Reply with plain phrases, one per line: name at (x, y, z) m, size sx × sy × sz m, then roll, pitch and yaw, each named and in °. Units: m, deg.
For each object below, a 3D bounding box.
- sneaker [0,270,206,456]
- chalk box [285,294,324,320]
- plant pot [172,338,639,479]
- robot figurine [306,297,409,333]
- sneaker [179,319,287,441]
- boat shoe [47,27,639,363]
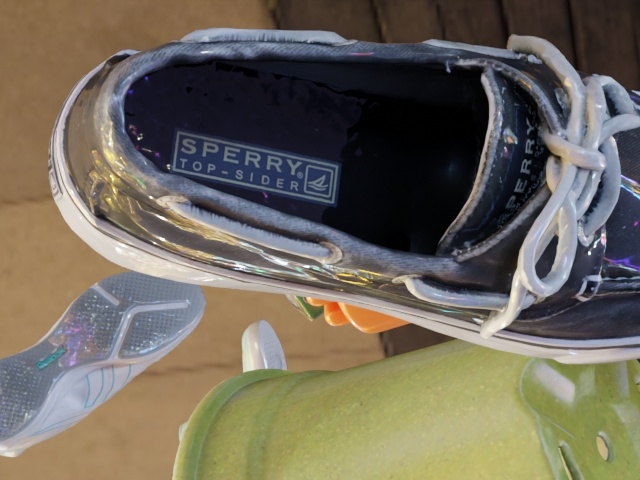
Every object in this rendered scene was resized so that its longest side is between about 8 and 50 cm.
sneaker at (-0.131, 0.068, 0.943) m, size 0.152 × 0.053 × 0.061 m, roll -32°, pitch 159°, yaw -9°
chalk box at (0.000, 0.000, 1.893) m, size 0.132 × 0.132 × 0.213 m, roll -37°, pitch 100°, yaw -5°
plant pot at (0.090, 0.173, 1.106) m, size 0.254 × 0.276 × 0.276 m, roll -26°, pitch 138°, yaw 32°
robot figurine at (0.091, 0.020, 1.753) m, size 0.219 × 0.128 × 0.158 m, roll -17°, pitch 101°, yaw 22°
sneaker at (-0.121, 0.225, 2.229) m, size 0.151 × 0.094 × 0.255 m, roll 2°, pitch 112°, yaw 13°
boat shoe at (0.061, -0.024, 0.614) m, size 0.306 × 0.113 × 0.105 m, roll 12°, pitch 168°, yaw -18°
